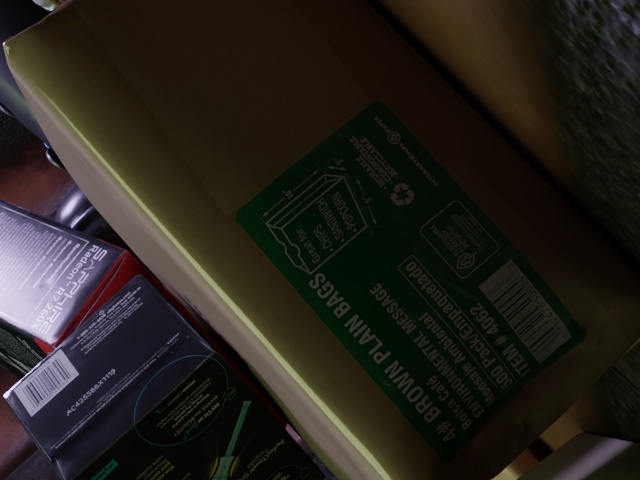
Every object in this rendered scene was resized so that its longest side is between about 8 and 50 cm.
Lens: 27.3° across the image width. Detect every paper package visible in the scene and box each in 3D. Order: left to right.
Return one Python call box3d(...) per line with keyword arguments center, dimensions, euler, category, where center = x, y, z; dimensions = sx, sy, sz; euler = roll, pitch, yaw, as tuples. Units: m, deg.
box3d(center=(0.000, 0.000, 0.771), dimensions=(0.325, 0.168, 0.309), euler=(48, 172, 9), category="paper package")

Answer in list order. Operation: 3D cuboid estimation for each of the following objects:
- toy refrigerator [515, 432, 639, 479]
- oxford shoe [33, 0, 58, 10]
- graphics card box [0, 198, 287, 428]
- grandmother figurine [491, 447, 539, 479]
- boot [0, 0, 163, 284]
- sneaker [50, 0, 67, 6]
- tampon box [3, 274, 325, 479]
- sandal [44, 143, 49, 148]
box3d(center=(0.208, 0.192, 0.845), dimensions=(0.102, 0.094, 0.269), euler=(55, 171, 0), category="toy refrigerator")
box3d(center=(-0.352, -0.340, 1.163), dimensions=(0.169, 0.130, 0.449), euler=(41, 171, 26), category="oxford shoe")
box3d(center=(-0.218, 0.063, 1.071), dimensions=(0.370, 0.094, 0.233), euler=(17, 157, 44), category="graphics card box")
box3d(center=(0.237, 0.290, 1.118), dimensions=(0.342, 0.104, 0.208), euler=(46, 180, 36), category="grandmother figurine")
box3d(center=(-0.284, -0.149, 1.352), dimensions=(0.445, 0.146, 0.367), euler=(48, -169, 11), category="boot")
box3d(center=(-0.104, -0.205, 0.708), dimensions=(0.064, 0.086, 0.192), euler=(18, 150, -17), category="sneaker")
box3d(center=(-0.097, 0.127, 0.848), dimensions=(0.101, 0.120, 0.161), euler=(40, 169, 45), category="tampon box")
box3d(center=(-0.297, -0.162, 1.659), dimensions=(0.317, 0.138, 0.126), euler=(51, 170, -27), category="sandal")
